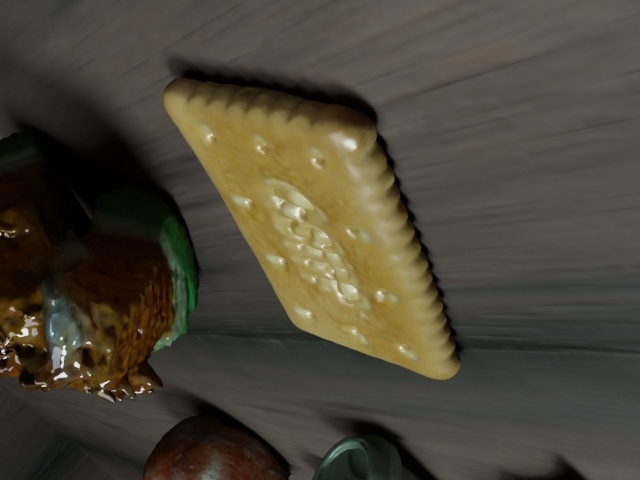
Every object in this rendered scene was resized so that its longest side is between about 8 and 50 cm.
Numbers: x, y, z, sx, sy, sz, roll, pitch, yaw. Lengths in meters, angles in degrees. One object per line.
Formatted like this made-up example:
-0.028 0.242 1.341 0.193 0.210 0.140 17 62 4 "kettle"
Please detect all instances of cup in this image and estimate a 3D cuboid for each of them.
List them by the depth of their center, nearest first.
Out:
0.068 0.266 0.847 0.141 0.120 0.120 33 158 -26 "cup"

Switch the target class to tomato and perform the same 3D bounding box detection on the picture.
-0.156 0.317 1.167 0.155 0.180 0.214 56 146 2 "tomato"

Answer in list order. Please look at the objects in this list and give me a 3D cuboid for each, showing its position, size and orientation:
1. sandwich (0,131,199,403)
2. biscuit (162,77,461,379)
-0.185 0.023 0.694 0.250 0.162 0.301 60 179 -16 "sandwich"
-0.001 0.001 0.569 0.160 0.030 0.250 17 148 35 "biscuit"
